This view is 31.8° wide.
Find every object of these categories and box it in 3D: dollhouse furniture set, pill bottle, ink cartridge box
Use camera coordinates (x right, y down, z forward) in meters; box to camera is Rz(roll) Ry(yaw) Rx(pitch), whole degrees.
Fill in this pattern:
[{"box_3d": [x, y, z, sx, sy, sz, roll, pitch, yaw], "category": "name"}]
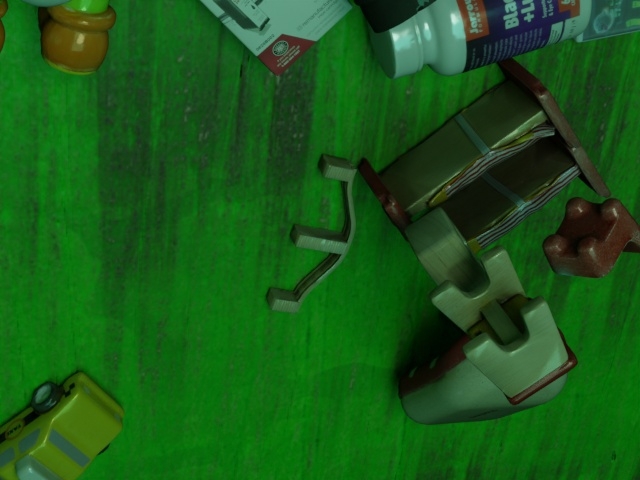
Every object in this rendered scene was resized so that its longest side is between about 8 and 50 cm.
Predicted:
[{"box_3d": [0.192, -0.004, 1.050, 0.201, 0.374, 0.152, -35, 121, 6], "category": "dollhouse furniture set"}, {"box_3d": [0.146, -0.218, 1.058, 0.193, 0.108, 0.108, -19, 125, -8], "category": "pill bottle"}, {"box_3d": [-0.053, -0.231, 1.011, 0.099, 0.056, 0.135, -42, 125, 10], "category": "ink cartridge box"}]

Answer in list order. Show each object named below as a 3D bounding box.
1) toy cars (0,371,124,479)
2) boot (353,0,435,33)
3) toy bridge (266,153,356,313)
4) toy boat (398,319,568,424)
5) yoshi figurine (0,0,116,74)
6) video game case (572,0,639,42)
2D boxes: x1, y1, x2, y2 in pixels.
[{"box_3d": [-0.398, 0.235, 1.163, 0.394, 0.087, 0.176, -1, 121, -19], "category": "toy cars"}, {"box_3d": [0.097, -0.369, 0.937, 0.348, 0.131, 0.260, -40, 104, -20], "category": "boot"}, {"box_3d": [0.000, 0.000, 1.194, 0.063, 0.026, 0.188, 9, 118, -26], "category": "toy bridge"}, {"box_3d": [0.179, 0.120, 1.268, 0.151, 0.151, 0.231, -1, 163, -19], "category": "toy boat"}, {"box_3d": [-0.216, -0.321, 0.860, 0.203, 0.203, 0.362, 30, 130, 10], "category": "yoshi figurine"}, {"box_3d": [0.337, -0.303, 1.126, 0.173, 0.022, 0.190, -12, 124, -12], "category": "video game case"}]
